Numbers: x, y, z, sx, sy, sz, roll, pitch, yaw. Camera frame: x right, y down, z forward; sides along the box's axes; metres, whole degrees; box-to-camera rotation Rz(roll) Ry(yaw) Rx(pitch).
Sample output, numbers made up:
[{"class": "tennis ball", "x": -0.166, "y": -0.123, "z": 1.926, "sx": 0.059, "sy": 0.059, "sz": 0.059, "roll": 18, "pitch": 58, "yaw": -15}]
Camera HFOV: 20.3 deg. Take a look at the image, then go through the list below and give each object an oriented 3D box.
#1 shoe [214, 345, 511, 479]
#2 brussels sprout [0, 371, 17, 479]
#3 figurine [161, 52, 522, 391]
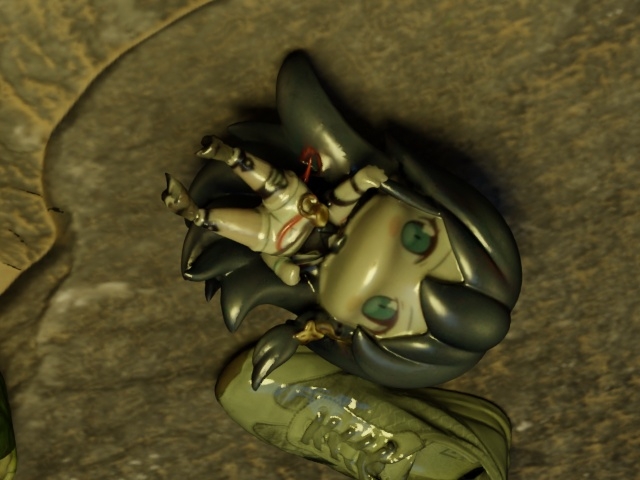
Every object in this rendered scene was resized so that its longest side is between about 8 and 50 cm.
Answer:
[{"class": "shoe", "x": 0.042, "y": 0.160, "z": 1.463, "sx": 0.275, "sy": 0.098, "sz": 0.103, "roll": 17, "pitch": 119, "yaw": -19}, {"class": "brussels sprout", "x": -0.297, "y": 0.147, "z": 1.377, "sx": 0.131, "sy": 0.145, "sz": 0.183, "roll": -31, "pitch": 173, "yaw": -14}, {"class": "figurine", "x": 0.015, "y": -0.002, "z": 1.277, "sx": 0.265, "sy": 0.197, "sz": 0.175, "roll": 40, "pitch": 115, "yaw": -9}]
